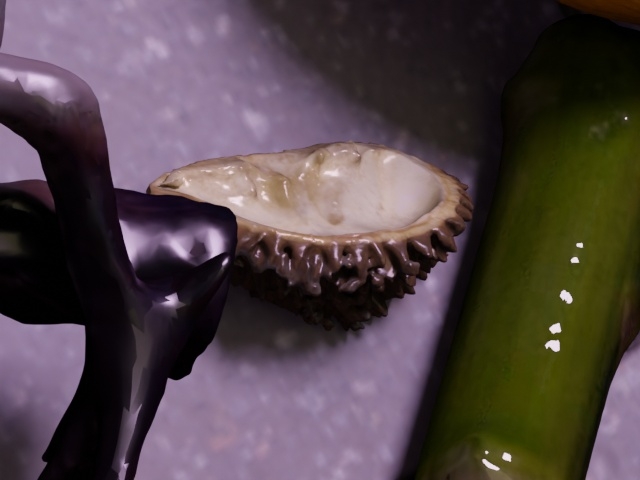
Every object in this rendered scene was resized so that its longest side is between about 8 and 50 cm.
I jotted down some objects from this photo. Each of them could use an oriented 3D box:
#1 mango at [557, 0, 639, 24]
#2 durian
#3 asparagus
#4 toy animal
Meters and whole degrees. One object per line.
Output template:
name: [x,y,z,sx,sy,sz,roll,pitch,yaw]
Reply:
mango: [0.138,-0.150,0.732,0.359,0.144,0.187,12,39,-48]
durian: [0.005,-0.006,0.646,0.130,0.052,0.066,-7,75,-38]
asparagus: [0.071,0.041,0.675,0.067,0.060,0.277,50,48,-38]
toy animal: [-0.166,-0.020,0.460,0.324,0.090,0.195,-3,84,-24]
